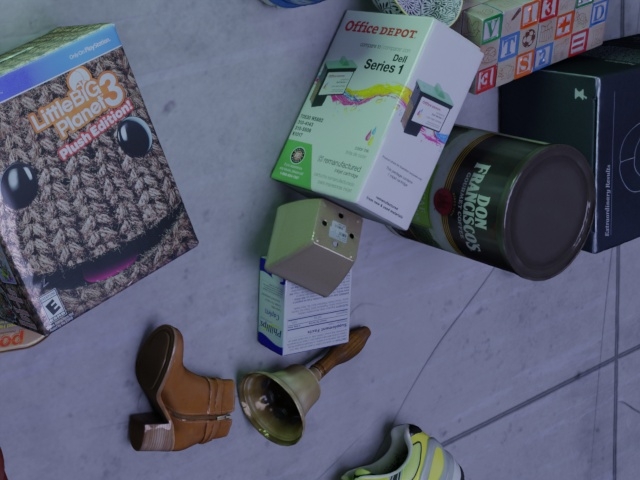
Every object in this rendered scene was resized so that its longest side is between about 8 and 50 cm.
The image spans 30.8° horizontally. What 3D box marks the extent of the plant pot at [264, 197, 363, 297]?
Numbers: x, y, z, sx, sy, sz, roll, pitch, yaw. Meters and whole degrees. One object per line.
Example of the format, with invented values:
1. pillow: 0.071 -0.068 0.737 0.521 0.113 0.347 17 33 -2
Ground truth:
1. plant pot: 0.000 0.000 1.635 0.109 0.096 0.109 25 57 -24

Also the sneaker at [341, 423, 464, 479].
1. sneaker: 0.061 0.456 1.887 0.385 0.145 0.147 -43 105 -25

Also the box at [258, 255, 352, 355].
1. box: -0.023 0.089 1.727 0.126 0.072 0.137 -8 107 -36

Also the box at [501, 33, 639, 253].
1. box: 0.517 -0.179 2.002 0.395 0.212 0.293 -16 113 -36

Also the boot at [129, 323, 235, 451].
1. boot: -0.182 0.203 1.634 0.152 0.073 0.197 -1 115 -38

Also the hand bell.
1. hand bell: 0.001 0.198 1.777 0.242 0.126 0.126 -33 123 -42

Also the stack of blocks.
1. stack of blocks: 0.325 -0.360 1.827 0.297 0.087 0.171 -25 132 -30

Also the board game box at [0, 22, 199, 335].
1. board game box: -0.314 -0.076 1.366 0.232 0.141 0.291 -34 116 -31

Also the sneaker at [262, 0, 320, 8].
1. sneaker: -0.072 -0.436 1.482 0.129 0.147 0.330 -52 127 -16

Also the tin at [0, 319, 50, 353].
1. tin: -0.411 0.088 1.431 0.190 0.040 0.106 -6 103 -38

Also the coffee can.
1. coffee can: 0.247 -0.068 1.769 0.202 0.275 0.201 -12 110 -36

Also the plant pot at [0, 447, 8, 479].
1. plant pot: -0.455 0.343 1.336 0.272 0.272 0.265 -36 131 -26

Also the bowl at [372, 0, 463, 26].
1. bowl: 0.122 -0.374 1.690 0.170 0.080 0.170 13 70 -38

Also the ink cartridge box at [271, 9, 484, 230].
1. ink cartridge box: 0.079 -0.176 1.646 0.117 0.201 0.278 27 85 -39
